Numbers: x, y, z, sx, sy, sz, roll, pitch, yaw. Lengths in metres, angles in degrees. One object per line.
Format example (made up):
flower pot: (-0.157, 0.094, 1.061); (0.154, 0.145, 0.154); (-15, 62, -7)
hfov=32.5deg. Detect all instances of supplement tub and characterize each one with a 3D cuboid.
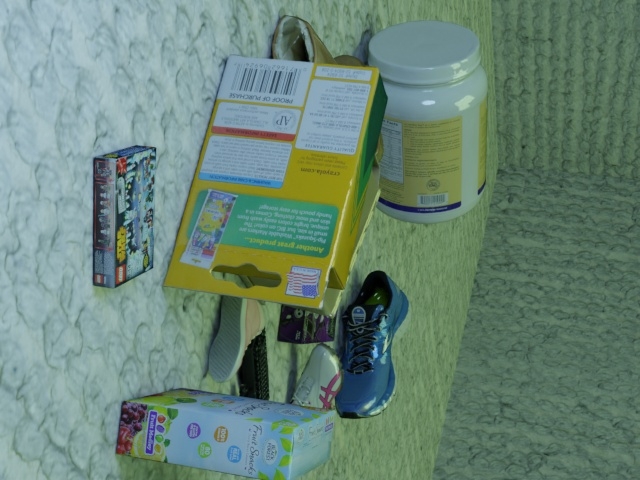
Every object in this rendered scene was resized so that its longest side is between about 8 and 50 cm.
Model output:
supplement tub: (0.199, -0.225, 2.096); (0.241, 0.241, 0.331); (-63, 155, -51)

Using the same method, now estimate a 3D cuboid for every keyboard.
keyboard: (-0.096, 0.207, 1.624); (0.108, 0.023, 0.180); (-65, 160, -47)

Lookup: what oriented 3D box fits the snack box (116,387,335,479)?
snack box: (-0.105, 0.223, 1.283); (0.174, 0.207, 0.070); (8, 89, -75)

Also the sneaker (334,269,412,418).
sneaker: (0.084, 0.198, 2.144); (0.147, 0.130, 0.330); (60, 34, -42)

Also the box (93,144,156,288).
box: (-0.204, -0.027, 1.154); (0.094, 0.027, 0.137); (-35, 131, -68)

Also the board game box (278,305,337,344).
board game box: (0.000, 0.000, 1.856); (0.208, 0.056, 0.346); (14, 84, -78)

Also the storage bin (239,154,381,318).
storage bin: (-0.021, -0.057, 1.553); (0.262, 0.123, 0.260); (62, 45, -63)

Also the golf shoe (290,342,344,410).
golf shoe: (-0.011, 0.259, 1.855); (0.086, 0.067, 0.186); (-26, 134, -44)

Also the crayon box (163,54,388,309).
crayon box: (-0.050, -0.065, 1.359); (0.083, 0.203, 0.322); (63, 37, -63)

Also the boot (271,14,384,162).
boot: (0.010, -0.258, 1.678); (0.269, 0.089, 0.236); (46, 23, -53)

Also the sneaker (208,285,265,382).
sneaker: (-0.109, 0.134, 1.497); (0.070, 0.051, 0.134); (38, 56, -54)
